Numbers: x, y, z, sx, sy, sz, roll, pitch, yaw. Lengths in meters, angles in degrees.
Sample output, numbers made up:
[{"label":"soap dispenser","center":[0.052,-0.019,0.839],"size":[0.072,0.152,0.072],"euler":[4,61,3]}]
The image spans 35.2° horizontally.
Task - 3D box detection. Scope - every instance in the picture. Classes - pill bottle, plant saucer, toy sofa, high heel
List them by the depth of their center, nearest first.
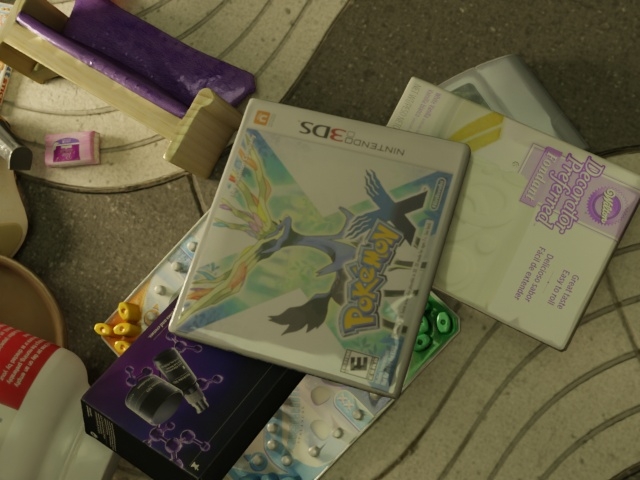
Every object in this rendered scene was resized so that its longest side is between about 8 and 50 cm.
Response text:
[{"label":"pill bottle","center":[-0.467,0.222,1.368],"size":[0.408,0.229,0.229],"euler":[22,87,-1]},{"label":"toy sofa","center":[-0.285,-0.254,1.481],"size":[0.362,0.150,0.177],"euler":[31,91,16]},{"label":"plant saucer","center":[-0.508,0.149,1.498],"size":[0.278,0.041,0.278],"euler":[0,95,1]},{"label":"high heel","center":[-0.527,-0.065,1.569],"size":[0.186,0.093,0.261],"euler":[37,111,43]}]

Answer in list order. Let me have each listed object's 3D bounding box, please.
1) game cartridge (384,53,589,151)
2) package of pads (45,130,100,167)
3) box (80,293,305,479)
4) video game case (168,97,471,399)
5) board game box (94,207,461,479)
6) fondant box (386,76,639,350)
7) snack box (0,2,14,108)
[{"label":"game cartridge","center":[0.194,-0.118,1.397],"size":[0.294,0.060,0.196],"euler":[-36,72,6]},{"label":"package of pads","center":[-0.380,-0.139,1.547],"size":[0.083,0.032,0.050],"euler":[-4,80,13]},{"label":"box","center":[-0.149,0.180,1.293],"size":[0.184,0.103,0.261],"euler":[32,55,13]},{"label":"video game case","center":[0.000,0.000,1.258],"size":[0.300,0.036,0.329],"euler":[14,76,15]},{"label":"board game box","center":[-0.071,0.123,1.426],"size":[0.390,0.050,0.390],"euler":[44,94,16]},{"label":"fondant box","center":[0.216,-0.035,1.303],"size":[0.330,0.096,0.238],"euler":[27,88,15]},{"label":"snack box","center":[-0.520,-0.291,1.609],"size":[0.064,0.022,0.178],"euler":[14,85,16]}]
